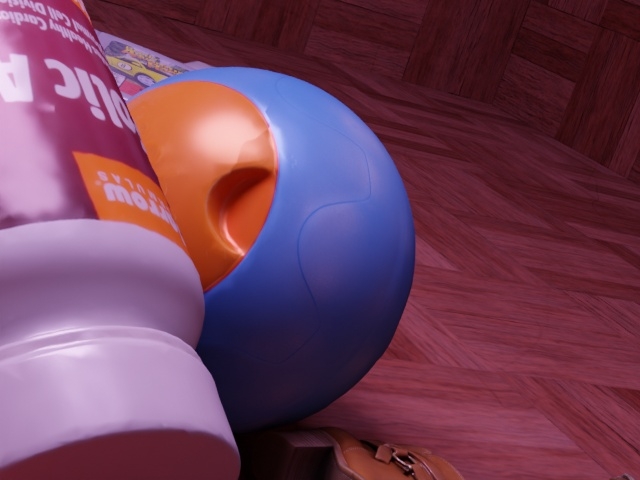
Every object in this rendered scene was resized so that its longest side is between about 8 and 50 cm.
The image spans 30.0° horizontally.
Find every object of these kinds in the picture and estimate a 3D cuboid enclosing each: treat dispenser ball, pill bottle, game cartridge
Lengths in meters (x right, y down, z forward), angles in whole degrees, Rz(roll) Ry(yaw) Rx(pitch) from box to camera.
[{"bbox_3d":[-0.069,0.008,0.948,0.288,0.288,0.288,18,15,-5],"label":"treat dispenser ball"},{"bbox_3d":[-0.202,0.000,0.722,0.224,0.224,0.392,5,47,-42],"label":"pill bottle"},{"bbox_3d":[-0.187,-0.154,1.309,0.294,0.060,0.196,22,19,-7],"label":"game cartridge"}]

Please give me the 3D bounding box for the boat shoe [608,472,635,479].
[{"bbox_3d":[0.221,0.242,0.841,0.119,0.123,0.324,19,6,18],"label":"boat shoe"}]

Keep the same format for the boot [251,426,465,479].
[{"bbox_3d":[0.058,0.194,0.874,0.152,0.073,0.197,11,19,-40],"label":"boot"}]

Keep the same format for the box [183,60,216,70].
[{"bbox_3d":[-0.144,-0.183,1.811,0.170,0.130,0.091,22,16,8],"label":"box"}]
